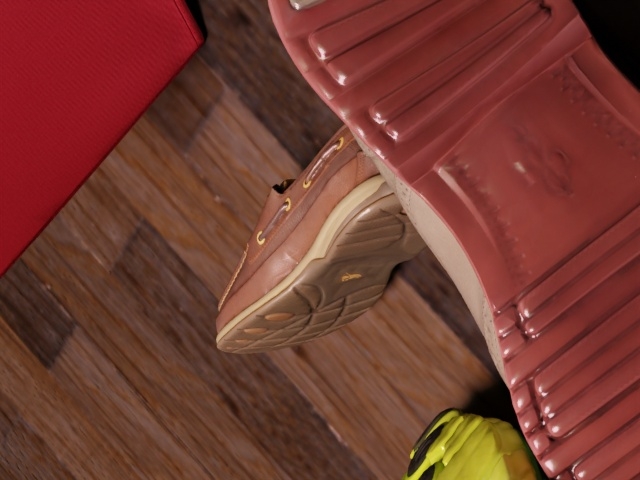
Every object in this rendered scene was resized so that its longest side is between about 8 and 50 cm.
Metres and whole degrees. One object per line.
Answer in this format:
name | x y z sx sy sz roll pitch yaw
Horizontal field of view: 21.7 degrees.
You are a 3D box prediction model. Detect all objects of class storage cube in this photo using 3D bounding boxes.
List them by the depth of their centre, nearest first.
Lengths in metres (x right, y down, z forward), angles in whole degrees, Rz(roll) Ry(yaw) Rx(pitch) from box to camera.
storage cube | -0.208 -0.109 0.776 0.184 0.193 0.215 12 144 39

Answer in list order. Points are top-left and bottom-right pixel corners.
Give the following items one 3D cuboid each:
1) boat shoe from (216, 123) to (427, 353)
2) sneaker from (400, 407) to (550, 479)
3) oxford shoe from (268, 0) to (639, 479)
boat shoe | 0.000 0.000 0.799 0.178 0.064 0.060 -46 51 48
sneaker | 0.085 0.138 0.697 0.123 0.295 0.109 32 95 2
oxford shoe | 0.111 0.006 0.653 0.348 0.123 0.130 59 -175 6
